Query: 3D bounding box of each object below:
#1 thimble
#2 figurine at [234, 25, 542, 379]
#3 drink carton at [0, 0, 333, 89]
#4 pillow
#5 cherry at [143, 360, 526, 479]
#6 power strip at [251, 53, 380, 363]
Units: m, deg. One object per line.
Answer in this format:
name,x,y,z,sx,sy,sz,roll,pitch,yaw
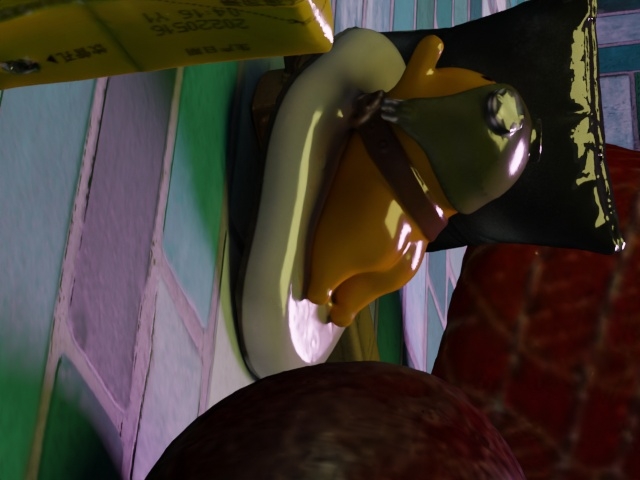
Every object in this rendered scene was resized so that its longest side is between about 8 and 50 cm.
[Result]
thimble,0.214,0.092,1.481,0.350,0.230,0.350,18,90,-81
figurine,0.056,-0.019,1.131,0.166,0.141,0.250,44,57,-58
drink carton,-0.079,-0.247,0.742,0.111,0.154,0.351,50,36,-68
pillow,0.093,-0.072,1.272,0.106,0.249,0.186,-8,91,-51
cherry,0.004,0.179,0.832,0.300,0.203,0.230,-37,129,-65
power strip,0.000,0.000,1.241,0.064,0.044,0.305,-74,157,-56
